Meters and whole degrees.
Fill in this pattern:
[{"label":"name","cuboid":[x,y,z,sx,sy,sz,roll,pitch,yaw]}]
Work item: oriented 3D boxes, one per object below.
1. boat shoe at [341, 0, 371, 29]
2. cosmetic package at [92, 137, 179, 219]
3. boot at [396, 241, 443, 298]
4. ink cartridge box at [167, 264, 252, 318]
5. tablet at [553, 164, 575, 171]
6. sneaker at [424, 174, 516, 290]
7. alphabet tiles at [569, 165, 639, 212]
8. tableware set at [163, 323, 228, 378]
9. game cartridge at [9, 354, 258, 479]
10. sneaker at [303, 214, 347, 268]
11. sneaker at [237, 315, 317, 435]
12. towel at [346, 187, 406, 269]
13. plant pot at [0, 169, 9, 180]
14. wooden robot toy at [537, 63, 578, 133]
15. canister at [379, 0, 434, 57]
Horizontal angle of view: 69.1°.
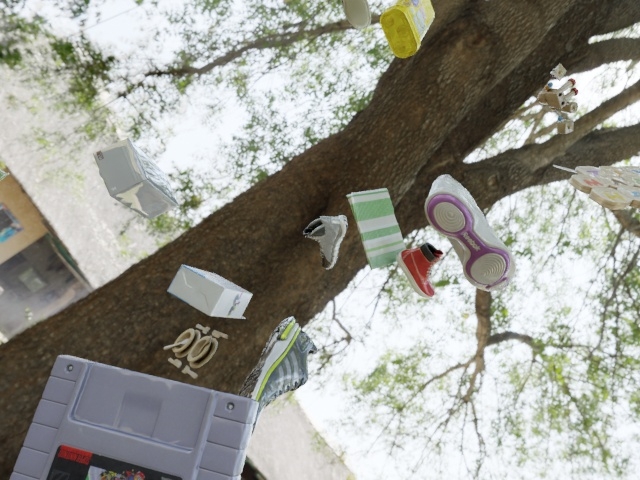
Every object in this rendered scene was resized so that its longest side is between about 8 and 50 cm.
[{"label":"boat shoe","cuboid":[0.097,-0.752,1.410,0.084,0.079,0.233,-8,-33,26]},{"label":"cosmetic package","cuboid":[-0.467,-0.150,1.198,0.127,0.107,0.238,63,-6,9]},{"label":"boot","cuboid":[0.440,0.123,1.873,0.176,0.088,0.244,-24,-68,35]},{"label":"ink cartridge box","cuboid":[-0.211,0.108,0.945,0.104,0.061,0.181,26,-5,16]},{"label":"tablet","cuboid":[0.669,-0.187,1.242,0.083,0.054,0.006,-130,-128,-65]},{"label":"sneaker","cuboid":[0.340,-0.020,1.029,0.114,0.152,0.305,-25,-65,28]},{"label":"alphabet tiles","cuboid":[0.684,-0.106,0.967,0.278,0.284,0.021,-101,-168,-59]},{"label":"tableware set","cuboid":[-0.329,0.267,1.184,0.194,0.128,0.039,2,-42,53]},{"label":"game cartridge","cuboid":[-0.294,0.327,0.725,0.355,0.230,0.068,8,-24,12]},{"label":"sneaker","cuboid":[0.000,0.000,1.571,0.132,0.086,0.228,6,-50,-14]},{"label":"sneaker","cuboid":[-0.095,0.321,1.075,0.121,0.300,0.111,37,-36,-9]},{"label":"towel","cuboid":[0.241,-0.055,1.948,0.038,0.248,0.324,-22,-97,48]},{"label":"plant pot","cuboid":[-0.496,-0.098,0.641,0.083,0.083,0.079,3,-45,50]},{"label":"wooden robot toy","cuboid":[0.574,-0.349,1.138,0.173,0.076,0.079,58,-9,-28]},{"label":"canister","cuboid":[0.227,-0.567,1.189,0.073,0.170,0.126,-4,-46,40]}]
